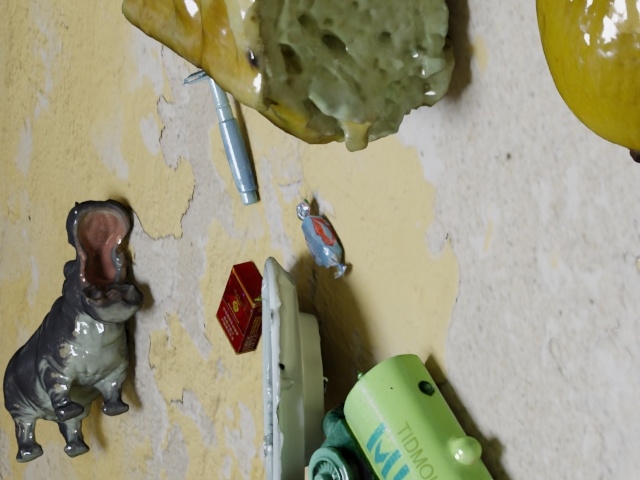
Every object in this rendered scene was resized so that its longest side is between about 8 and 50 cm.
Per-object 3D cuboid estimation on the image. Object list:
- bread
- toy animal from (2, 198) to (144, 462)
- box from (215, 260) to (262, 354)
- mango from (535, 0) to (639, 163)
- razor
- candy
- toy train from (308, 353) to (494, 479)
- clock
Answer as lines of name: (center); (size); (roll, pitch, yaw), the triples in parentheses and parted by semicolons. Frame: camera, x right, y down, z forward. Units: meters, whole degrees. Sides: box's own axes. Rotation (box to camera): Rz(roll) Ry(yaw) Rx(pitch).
bread: (-0.031, -0.199, 1.500); (0.196, 0.238, 0.252); (-60, 30, 2)
toy animal: (-0.266, 0.114, 2.151); (0.343, 0.106, 0.168); (-61, 41, 42)
box: (-0.074, 0.065, 1.863); (0.051, 0.023, 0.082); (58, 146, 30)
mango: (0.219, -0.201, 1.106); (0.195, 0.142, 0.331); (41, 132, 41)
razor: (-0.085, -0.098, 1.809); (0.068, 0.040, 0.135); (-9, 98, 62)
candy: (-0.001, 0.000, 1.706); (0.083, 0.020, 0.030); (61, 148, 25)
toy train: (0.087, 0.213, 1.564); (0.253, 0.105, 0.157); (60, 135, 33)
clock: (-0.024, 0.131, 1.719); (0.236, 0.053, 0.236); (180, 90, -85)
